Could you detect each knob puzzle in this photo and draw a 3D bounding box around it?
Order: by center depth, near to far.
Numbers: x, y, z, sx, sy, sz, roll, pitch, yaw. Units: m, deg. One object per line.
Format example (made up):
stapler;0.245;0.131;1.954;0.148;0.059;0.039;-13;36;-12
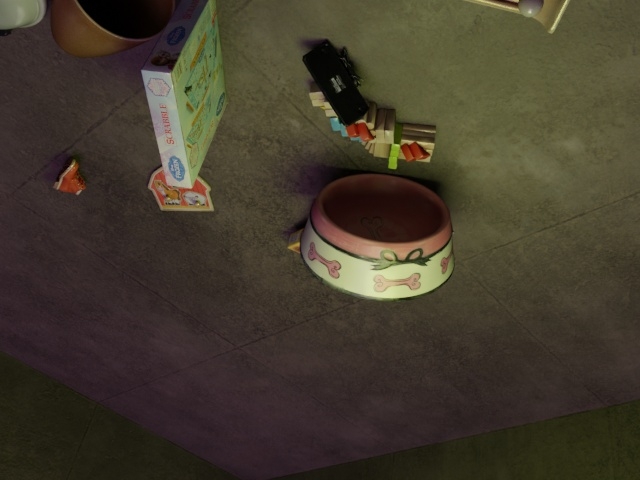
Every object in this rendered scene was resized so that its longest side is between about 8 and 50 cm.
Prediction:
knob puzzle;-0.415;-0.150;2.014;0.213;0.030;0.213;7;140;6

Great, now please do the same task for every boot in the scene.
boot;-0.723;-0.186;2.027;0.085;0.059;0.158;26;146;-21

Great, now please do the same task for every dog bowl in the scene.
dog bowl;0.152;-0.028;1.765;0.408;0.408;0.150;8;125;4

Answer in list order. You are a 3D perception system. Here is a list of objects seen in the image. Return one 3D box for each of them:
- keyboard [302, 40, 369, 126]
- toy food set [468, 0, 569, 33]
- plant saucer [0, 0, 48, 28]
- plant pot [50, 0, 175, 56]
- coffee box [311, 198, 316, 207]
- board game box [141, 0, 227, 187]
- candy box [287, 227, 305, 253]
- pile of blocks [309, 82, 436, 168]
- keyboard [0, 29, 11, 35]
keyboard;0.045;-0.364;1.596;0.100;0.038;0.192;-33;97;-4
toy food set;0.348;-0.534;1.338;0.306;0.092;0.219;13;140;-2
plant saucer;-0.775;-0.548;1.421;0.401;0.100;0.400;17;162;6
plant pot;-0.481;-0.496;1.496;0.237;0.237;0.254;37;148;-28
coffee box;0.059;-0.054;2.007;0.184;0.040;0.113;13;141;-2
board game box;-0.291;-0.339;1.541;0.066;0.318;0.317;8;139;6
candy box;0.000;0.000;2.011;0.109;0.053;0.187;26;151;-27
pile of blocks;0.121;-0.258;1.699;0.362;0.112;0.149;24;138;-14
keyboard;-0.814;-0.614;1.563;0.202;0.033;0.317;12;139;-9
